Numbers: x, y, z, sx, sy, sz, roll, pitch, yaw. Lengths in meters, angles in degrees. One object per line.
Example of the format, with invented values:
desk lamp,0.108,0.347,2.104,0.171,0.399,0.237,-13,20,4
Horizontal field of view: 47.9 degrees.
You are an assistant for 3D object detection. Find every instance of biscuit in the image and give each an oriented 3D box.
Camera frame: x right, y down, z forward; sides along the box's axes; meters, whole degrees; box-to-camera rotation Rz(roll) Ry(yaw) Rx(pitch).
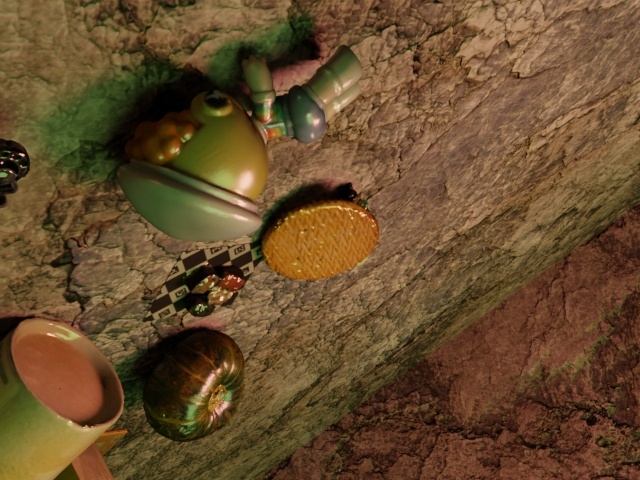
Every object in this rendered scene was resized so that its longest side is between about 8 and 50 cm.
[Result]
biscuit,0.000,0.000,1.481,0.254,0.035,0.254,-8,143,-6

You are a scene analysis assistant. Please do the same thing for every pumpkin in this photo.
pumpkin,-0.293,0.323,1.623,0.260,0.189,0.260,-41,143,-42

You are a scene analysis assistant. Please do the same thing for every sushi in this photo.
sushi,-0.217,0.100,1.471,0.231,0.047,0.219,-8,144,-45

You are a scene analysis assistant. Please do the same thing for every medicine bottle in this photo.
medicine bottle,-0.563,0.348,1.253,0.406,0.235,0.236,-42,154,12

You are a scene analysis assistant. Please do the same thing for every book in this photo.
book,-0.576,0.512,1.785,0.118,0.012,0.172,-44,154,17

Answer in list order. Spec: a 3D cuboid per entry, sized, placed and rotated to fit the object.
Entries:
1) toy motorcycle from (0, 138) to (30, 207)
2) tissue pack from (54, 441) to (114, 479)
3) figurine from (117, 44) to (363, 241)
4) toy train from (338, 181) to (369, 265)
toy motorcycle,-0.476,-0.096,0.738,0.213,0.125,0.358,-30,154,7
tissue pack,-0.620,0.544,1.565,0.275,0.200,0.167,-35,157,-2
figurine,-0.096,-0.143,1.023,0.382,0.205,0.224,-38,167,3
toy train,0.075,-0.031,1.568,0.053,0.085,0.249,-45,159,-21
